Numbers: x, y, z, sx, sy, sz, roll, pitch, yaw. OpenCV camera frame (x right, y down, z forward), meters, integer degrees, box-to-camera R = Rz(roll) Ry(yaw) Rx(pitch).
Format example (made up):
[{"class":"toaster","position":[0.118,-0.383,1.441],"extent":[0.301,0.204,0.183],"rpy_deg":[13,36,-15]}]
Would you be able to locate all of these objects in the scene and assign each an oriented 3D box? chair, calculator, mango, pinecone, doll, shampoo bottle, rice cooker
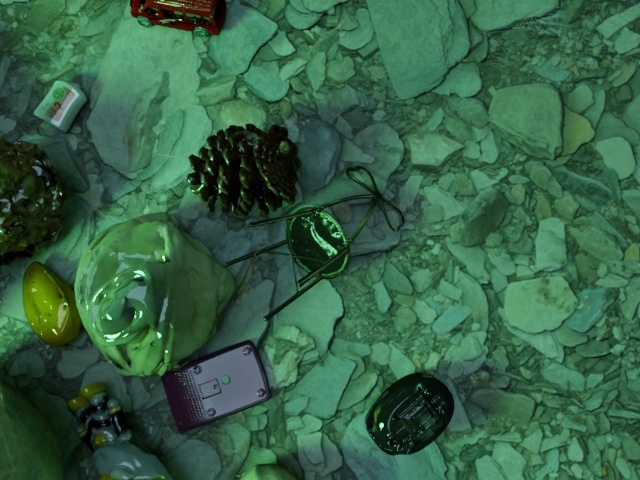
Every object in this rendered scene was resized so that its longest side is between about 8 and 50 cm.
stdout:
[{"class":"chair","position":[0.000,0.000,0.938],"extent":[0.159,0.170,0.326],"rpy_deg":[49,43,9]},{"class":"calculator","position":[-0.199,0.277,0.957],"extent":[0.191,0.034,0.126],"rpy_deg":[-20,82,-3]},{"class":"mango","position":[-0.516,0.126,0.962],"extent":[0.101,0.066,0.187],"rpy_deg":[-35,79,5]},{"class":"pinecone","position":[-0.147,-0.131,0.931],"extent":[0.213,0.185,0.168],"rpy_deg":[4,108,20]},{"class":"doll","position":[-0.352,0.408,0.911],"extent":[0.146,0.103,0.316],"rpy_deg":[-35,79,1]},{"class":"shampoo bottle","position":[-0.522,-0.278,1.015],"extent":[0.072,0.043,0.099],"rpy_deg":[31,85,4]},{"class":"rice cooker","position":[0.164,0.316,0.913],"extent":[0.165,0.106,0.112],"rpy_deg":[-39,88,-14]}]

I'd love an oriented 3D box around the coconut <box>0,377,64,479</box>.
[{"class":"coconut","position":[-0.610,0.363,0.783],"extent":[0.405,0.404,0.404],"rpy_deg":[0,84,1]}]

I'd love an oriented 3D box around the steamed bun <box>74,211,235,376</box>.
[{"class":"steamed bun","position":[-0.317,0.095,0.892],"extent":[0.268,0.207,0.280],"rpy_deg":[-43,83,-4]}]

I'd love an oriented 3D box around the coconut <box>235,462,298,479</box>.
[{"class":"coconut","position":[-0.107,0.490,0.870],"extent":[0.183,0.171,0.171],"rpy_deg":[-41,85,-6]}]

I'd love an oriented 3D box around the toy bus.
[{"class":"toy bus","position":[-0.295,-0.479,1.012],"extent":[0.195,0.089,0.081],"rpy_deg":[12,84,2]}]

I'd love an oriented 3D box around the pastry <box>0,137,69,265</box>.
[{"class":"pastry","position":[-0.588,-0.058,0.888],"extent":[0.275,0.193,0.274],"rpy_deg":[-9,113,-21]}]
